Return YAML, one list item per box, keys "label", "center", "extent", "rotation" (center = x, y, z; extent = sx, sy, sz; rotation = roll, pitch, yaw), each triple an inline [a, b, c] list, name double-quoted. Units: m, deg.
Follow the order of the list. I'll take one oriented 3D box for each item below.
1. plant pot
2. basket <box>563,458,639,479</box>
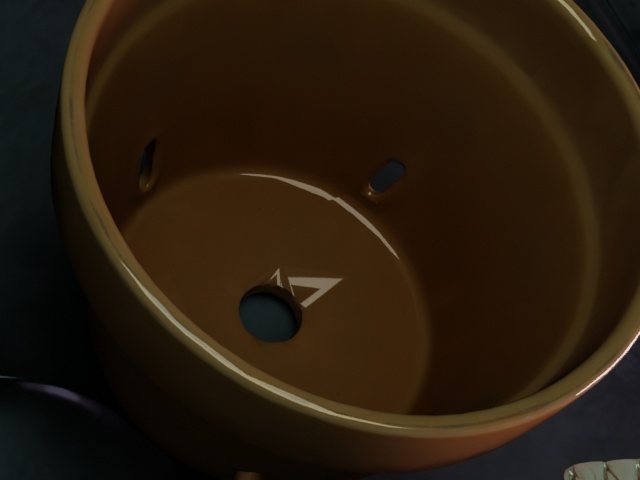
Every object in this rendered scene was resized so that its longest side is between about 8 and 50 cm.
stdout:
- label: "plant pot"
  center: [0.000, 0.000, 0.800]
  extent: [0.290, 0.203, 0.291]
  rotation: [9, 59, -14]
- label: "basket"
  center: [0.171, 0.192, 0.768]
  extent: [0.113, 0.103, 0.167]
  rotation: [-8, 41, 17]
